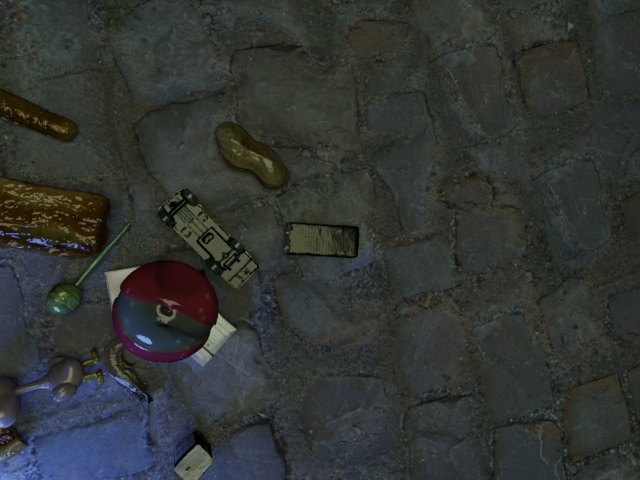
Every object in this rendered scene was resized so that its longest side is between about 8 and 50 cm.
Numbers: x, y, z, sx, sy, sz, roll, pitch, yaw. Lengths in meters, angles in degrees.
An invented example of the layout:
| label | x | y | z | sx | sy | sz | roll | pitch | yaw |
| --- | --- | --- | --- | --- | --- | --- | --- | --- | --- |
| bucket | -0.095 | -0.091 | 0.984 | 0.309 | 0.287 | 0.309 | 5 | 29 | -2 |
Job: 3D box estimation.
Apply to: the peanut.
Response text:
| label | x | y | z | sx | sy | sz | roll | pitch | yaw |
| --- | --- | --- | --- | --- | --- | --- | --- | --- | --- |
| peanut | -0.215 | -0.255 | 1.749 | 0.274 | 0.111 | 0.125 | 36 | 86 | -10 |

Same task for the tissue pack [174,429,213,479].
| label | x | y | z | sx | sy | sz | roll | pitch | yaw |
| --- | --- | --- | --- | --- | --- | --- | --- | --- | --- |
| tissue pack | -0.376 | 0.638 | 1.668 | 0.103 | 0.170 | 0.090 | -43 | 99 | -12 |

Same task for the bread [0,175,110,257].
| label | x | y | z | sx | sy | sz | roll | pitch | yaw |
| --- | --- | --- | --- | --- | --- | --- | --- | --- | --- |
| bread | -0.773 | -0.060 | 1.591 | 0.344 | 0.149 | 0.195 | 12 | 73 | -15 |

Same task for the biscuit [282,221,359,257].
| label | x | y | z | sx | sy | sz | roll | pitch | yaw |
| --- | --- | --- | --- | --- | --- | --- | --- | --- | --- |
| biscuit | 0.000 | 0.000 | 1.818 | 0.252 | 0.070 | 0.106 | 3 | 88 | -14 |

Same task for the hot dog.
| label | x | y | z | sx | sy | sz | roll | pitch | yaw |
| --- | --- | --- | --- | --- | --- | --- | --- | --- | --- |
| hot dog | -0.848 | -0.368 | 1.629 | 0.286 | 0.061 | 0.088 | 19 | 74 | -14 |

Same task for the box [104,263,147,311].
| label | x | y | z | sx | sy | sz | roll | pitch | yaw |
| --- | --- | --- | --- | --- | --- | --- | --- | --- | --- |
| box | -0.566 | 0.145 | 1.691 | 0.129 | 0.051 | 0.130 | -10 | 91 | -13 |

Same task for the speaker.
| label | x | y | z | sx | sy | sz | roll | pitch | yaw |
| --- | --- | --- | --- | --- | --- | --- | --- | --- | --- |
| speaker | -0.441 | 0.209 | 1.603 | 0.294 | 0.294 | 0.294 | 0 | 89 | -13 |

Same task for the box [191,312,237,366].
| label | x | y | z | sx | sy | sz | roll | pitch | yaw |
| --- | --- | --- | --- | --- | --- | --- | --- | --- | --- |
| box | -0.341 | 0.305 | 1.748 | 0.084 | 0.040 | 0.154 | 44 | 81 | -12 |

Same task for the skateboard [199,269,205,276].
| label | x | y | z | sx | sy | sz | roll | pitch | yaw |
| --- | --- | --- | --- | --- | --- | --- | --- | --- | --- |
| skateboard | -0.363 | 0.165 | 1.741 | 0.080 | 0.067 | 0.151 | -4 | 96 | -23 |

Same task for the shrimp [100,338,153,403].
| label | x | y | z | sx | sy | sz | roll | pitch | yaw |
| --- | --- | --- | --- | --- | --- | --- | --- | --- | --- |
| shrimp | -0.550 | 0.382 | 1.695 | 0.152 | 0.046 | 0.219 | -39 | 97 | -8 |

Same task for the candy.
| label | x | y | z | sx | sy | sz | roll | pitch | yaw |
| --- | --- | --- | --- | --- | --- | --- | --- | --- | --- |
| candy | -0.672 | 0.076 | 1.660 | 0.093 | 0.092 | 0.335 | 43 | 72 | -22 |

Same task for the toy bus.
| label | x | y | z | sx | sy | sz | roll | pitch | yaw |
| --- | --- | --- | --- | --- | --- | --- | --- | --- | --- |
| toy bus | -0.337 | -0.003 | 1.710 | 0.121 | 0.123 | 0.335 | -45 | 99 | -9 |

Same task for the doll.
| label | x | y | z | sx | sy | sz | roll | pitch | yaw |
| --- | --- | --- | --- | --- | --- | --- | --- | --- | --- |
| doll | -0.803 | 0.416 | 1.586 | 0.365 | 0.160 | 0.094 | -24 | 137 | -14 |

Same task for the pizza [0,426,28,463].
| label | x | y | z | sx | sy | sz | roll | pitch | yaw |
| --- | --- | --- | --- | --- | --- | --- | --- | --- | --- |
| pizza | -1.009 | 0.553 | 1.568 | 0.365 | 0.074 | 0.182 | 10 | 88 | -13 |
